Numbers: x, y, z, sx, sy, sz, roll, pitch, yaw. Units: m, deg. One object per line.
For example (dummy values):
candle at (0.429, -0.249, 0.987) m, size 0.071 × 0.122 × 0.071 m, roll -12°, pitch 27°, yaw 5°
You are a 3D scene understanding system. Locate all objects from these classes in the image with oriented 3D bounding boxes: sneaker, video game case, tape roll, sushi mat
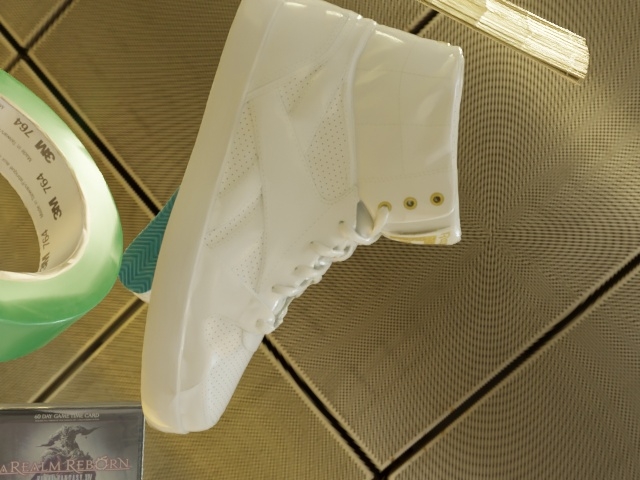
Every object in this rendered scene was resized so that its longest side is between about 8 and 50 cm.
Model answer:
sneaker at (0.000, 0.000, 0.446) m, size 0.169 × 0.108 × 0.293 m, roll 16°, pitch -87°, yaw 5°
video game case at (-0.343, 0.355, 0.970) m, size 0.196 × 0.026 × 0.274 m, roll 2°, pitch -82°, yaw -15°
tape roll at (-0.332, -0.046, 0.651) m, size 0.077 × 0.321 × 0.321 m, roll -35°, pitch -97°, yaw 22°
sneaker at (-0.151, -0.014, 0.902) m, size 0.228 × 0.092 × 0.087 m, roll -43°, pitch -111°, yaw -9°
sushi mat at (0.218, -0.310, 0.965) m, size 0.316 × 0.151 × 0.019 m, roll 28°, pitch -53°, yaw 2°
